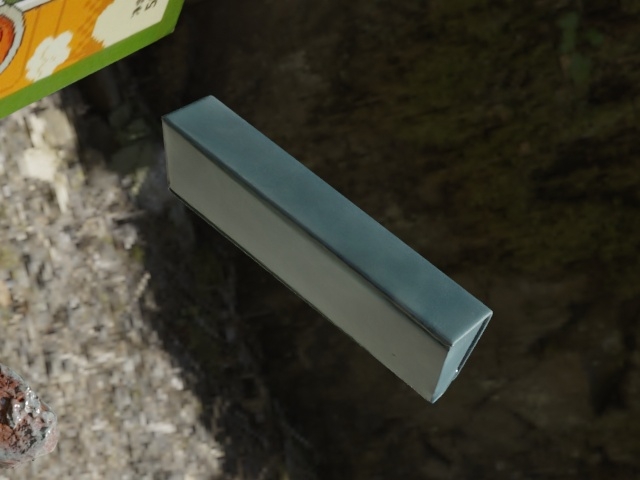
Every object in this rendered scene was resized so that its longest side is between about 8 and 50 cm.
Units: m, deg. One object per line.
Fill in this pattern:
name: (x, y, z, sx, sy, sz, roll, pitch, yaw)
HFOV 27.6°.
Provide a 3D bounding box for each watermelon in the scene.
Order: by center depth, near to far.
watermelon: (-0.269, 0.130, 0.995, 0.187, 0.139, 0.071, 105, 7, -47)

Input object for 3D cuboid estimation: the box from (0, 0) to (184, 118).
box: (-0.121, -0.152, 0.338, 0.177, 0.195, 0.148, 42, 45, 13)

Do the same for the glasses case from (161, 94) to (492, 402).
glasses case: (0.000, 0.000, 0.941, 0.056, 0.266, 0.105, -44, 161, -23)
